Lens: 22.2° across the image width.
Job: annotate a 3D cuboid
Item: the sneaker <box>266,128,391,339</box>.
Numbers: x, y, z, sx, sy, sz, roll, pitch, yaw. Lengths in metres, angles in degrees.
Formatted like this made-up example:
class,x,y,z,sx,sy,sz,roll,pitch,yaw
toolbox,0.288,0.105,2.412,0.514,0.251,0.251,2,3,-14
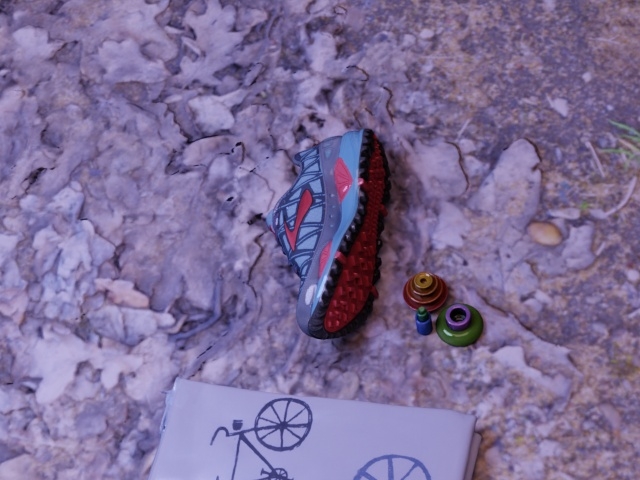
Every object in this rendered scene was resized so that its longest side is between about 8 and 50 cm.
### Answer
class,x,y,z,sx,sy,sz,roll,pitch,yaw
sneaker,0.000,0.000,1.783,0.125,0.104,0.262,-7,51,26

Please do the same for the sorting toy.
class,x,y,z,sx,sy,sz,roll,pitch,yaw
sorting toy,0.125,0.070,1.734,0.061,0.042,0.102,-42,61,-17

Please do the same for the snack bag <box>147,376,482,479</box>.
class,x,y,z,sx,sy,sz,roll,pitch,yaw
snack bag,-0.035,0.299,1.617,0.342,0.037,0.323,6,58,16
